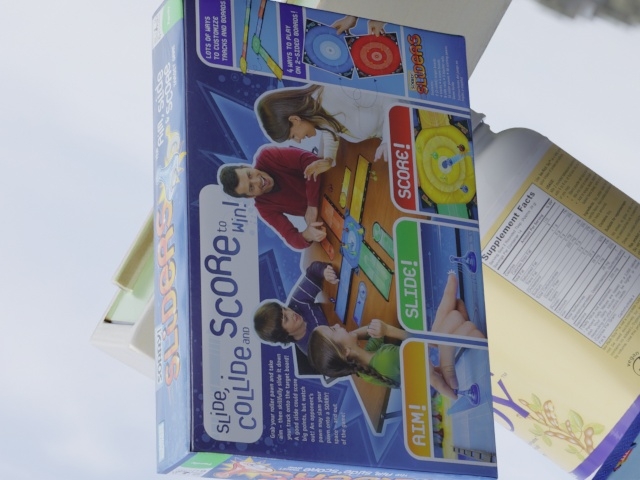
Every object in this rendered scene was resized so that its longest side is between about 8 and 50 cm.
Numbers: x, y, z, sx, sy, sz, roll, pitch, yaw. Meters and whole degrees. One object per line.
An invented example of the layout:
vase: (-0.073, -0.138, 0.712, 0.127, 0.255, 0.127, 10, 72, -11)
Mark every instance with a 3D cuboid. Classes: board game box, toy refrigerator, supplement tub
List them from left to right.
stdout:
toy refrigerator: (-0.010, -0.046, 0.959, 0.094, 0.269, 0.102, 31, 170, -15)
board game box: (0.000, 0.000, 0.785, 0.136, 0.201, 0.035, 9, 156, -24)
supplement tub: (0.200, 0.047, 1.753, 0.331, 0.241, 0.241, 36, -167, 5)

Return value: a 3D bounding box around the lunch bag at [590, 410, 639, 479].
lunch bag: (0.309, 0.188, 1.354, 0.221, 0.138, 0.293, 2, -159, 38)
